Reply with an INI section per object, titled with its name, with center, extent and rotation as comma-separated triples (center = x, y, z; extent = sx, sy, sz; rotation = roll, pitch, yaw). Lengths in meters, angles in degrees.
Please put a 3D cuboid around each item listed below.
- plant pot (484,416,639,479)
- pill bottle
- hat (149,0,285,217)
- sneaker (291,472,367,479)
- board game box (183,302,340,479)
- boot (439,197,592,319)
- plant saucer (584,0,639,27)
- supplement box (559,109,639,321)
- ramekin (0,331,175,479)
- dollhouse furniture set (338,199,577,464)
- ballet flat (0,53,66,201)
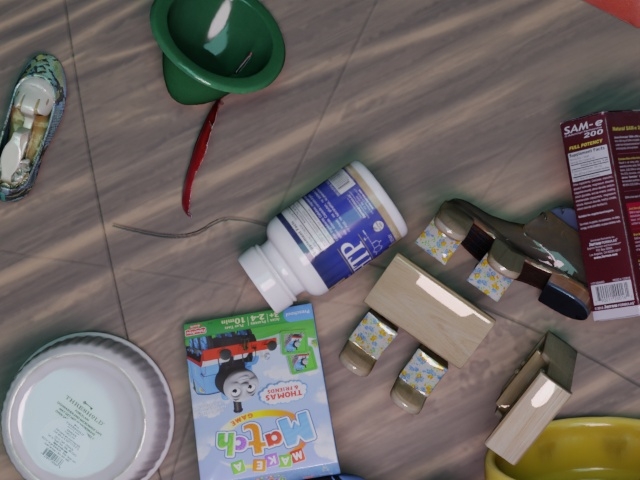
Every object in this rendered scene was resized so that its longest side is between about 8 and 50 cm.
[plant pot]
center = 0.318, 0.352, 1.655
extent = 0.254, 0.254, 0.239
rotation = -4, 101, 0
[pill bottle]
center = 0.000, 0.000, 1.730
extent = 0.186, 0.112, 0.112
rotation = -36, 87, -1
[hat]
center = -0.160, -0.189, 1.785
extent = 0.173, 0.183, 0.208
rotation = 32, 46, -5
[sneaker]
center = -0.050, 0.319, 1.680
extent = 0.232, 0.090, 0.081
rotation = -12, 87, 25
[board game box]
center = -0.071, 0.184, 1.709
extent = 0.160, 0.039, 0.212
rotation = -10, 59, -1
[boot]
center = 0.255, -0.006, 1.761
extent = 0.219, 0.082, 0.106
rotation = 36, 68, 2
[plant saucer]
center = 0.344, -0.432, 1.788
extent = 0.259, 0.048, 0.258
rotation = 27, 87, 1
[supplement box]
center = 0.367, -0.032, 1.721
extent = 0.130, 0.073, 0.240
rotation = -6, 86, -42
[ramekin]
center = -0.279, 0.212, 1.719
extent = 0.207, 0.109, 0.207
rotation = 0, 87, 0
[dollhouse furniture set]
center = 0.163, 0.118, 1.664
extent = 0.242, 0.161, 0.212
rotation = 35, 110, 2
[ballet flat]
center = -0.354, -0.138, 1.761
extent = 0.070, 0.070, 0.188
rotation = 13, 87, 1
